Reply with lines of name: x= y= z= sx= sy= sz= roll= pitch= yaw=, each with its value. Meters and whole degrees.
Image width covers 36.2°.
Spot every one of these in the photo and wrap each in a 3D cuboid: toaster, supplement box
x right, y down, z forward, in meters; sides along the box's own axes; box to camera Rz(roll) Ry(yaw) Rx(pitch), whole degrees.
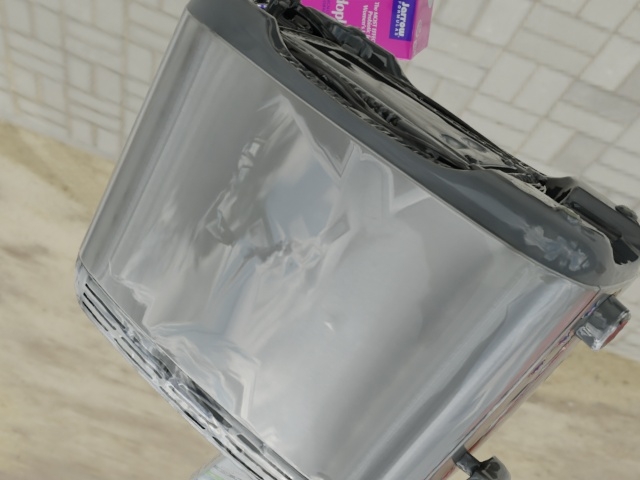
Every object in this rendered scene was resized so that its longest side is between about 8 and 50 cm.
toaster: x=0.000 y=0.000 z=0.390 sx=0.227 sy=0.146 sz=0.129 roll=38 pitch=-162 yaw=21
supplement box: x=0.034 y=-0.317 z=1.305 sx=0.220 sy=0.114 sz=0.111 roll=11 pitch=114 yaw=14

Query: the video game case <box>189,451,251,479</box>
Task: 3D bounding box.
video game case: x=-0.024 y=0.180 z=0.673 sx=0.119 sy=0.015 sz=0.166 roll=29 pitch=153 yaw=-6
